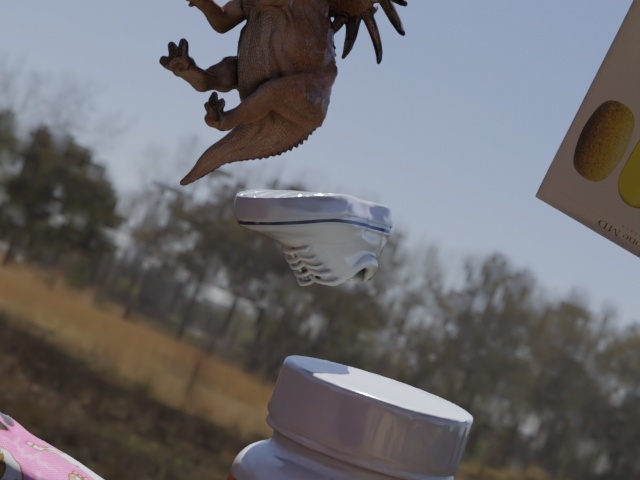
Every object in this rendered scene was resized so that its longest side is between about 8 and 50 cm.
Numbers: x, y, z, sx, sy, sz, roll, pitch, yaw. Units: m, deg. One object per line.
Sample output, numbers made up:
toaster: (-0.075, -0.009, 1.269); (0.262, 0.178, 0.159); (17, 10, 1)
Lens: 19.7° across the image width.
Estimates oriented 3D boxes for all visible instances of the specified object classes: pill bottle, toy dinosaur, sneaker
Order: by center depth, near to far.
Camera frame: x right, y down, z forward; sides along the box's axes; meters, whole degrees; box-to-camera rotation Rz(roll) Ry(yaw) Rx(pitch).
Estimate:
toy dinosaur: (-0.022, -0.171, 1.679); (0.200, 0.295, 0.127); (13, 6, -40)
pill bottle: (-0.003, 0.322, 1.735); (0.224, 0.392, 0.224); (17, 2, -1)
sneaker: (0.000, 0.000, 1.798); (0.094, 0.091, 0.258); (4, -2, 31)

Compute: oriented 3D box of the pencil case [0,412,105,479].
pencil case: (-0.194, 0.201, 1.170); (0.386, 0.160, 0.167); (31, 7, -1)

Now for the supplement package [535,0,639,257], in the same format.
supplement package: (0.285, -0.113, 1.419); (0.139, 0.134, 0.244); (31, -39, 9)
